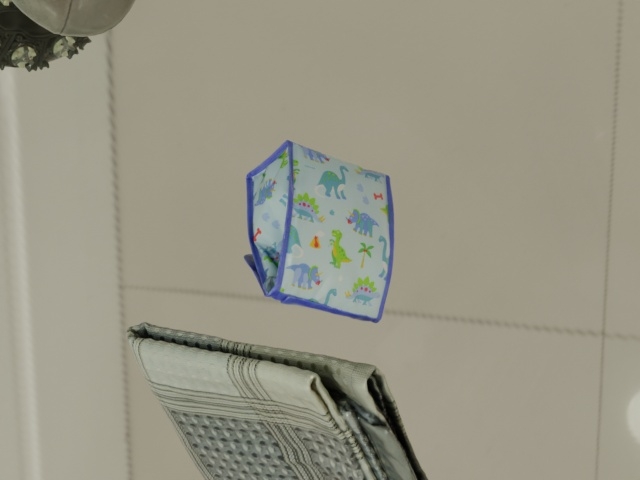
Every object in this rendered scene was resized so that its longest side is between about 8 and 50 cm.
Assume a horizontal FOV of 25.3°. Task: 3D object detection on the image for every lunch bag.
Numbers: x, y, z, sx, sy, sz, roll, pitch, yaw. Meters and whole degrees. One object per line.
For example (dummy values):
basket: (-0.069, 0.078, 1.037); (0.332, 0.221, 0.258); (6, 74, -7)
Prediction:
lunch bag: (0.000, 0.000, 1.363); (0.096, 0.128, 0.151); (-40, 45, 45)

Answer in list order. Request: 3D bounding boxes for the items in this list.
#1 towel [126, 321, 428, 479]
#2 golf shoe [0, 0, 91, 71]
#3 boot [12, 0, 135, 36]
towel: (-0.028, 0.226, 1.444); (0.324, 0.056, 0.312); (5, 131, 39)
golf shoe: (-0.324, -0.229, 1.272); (0.105, 0.272, 0.120); (-57, 49, 29)
boot: (-0.071, -0.164, 0.516); (0.083, 0.161, 0.247); (10, 120, -20)
